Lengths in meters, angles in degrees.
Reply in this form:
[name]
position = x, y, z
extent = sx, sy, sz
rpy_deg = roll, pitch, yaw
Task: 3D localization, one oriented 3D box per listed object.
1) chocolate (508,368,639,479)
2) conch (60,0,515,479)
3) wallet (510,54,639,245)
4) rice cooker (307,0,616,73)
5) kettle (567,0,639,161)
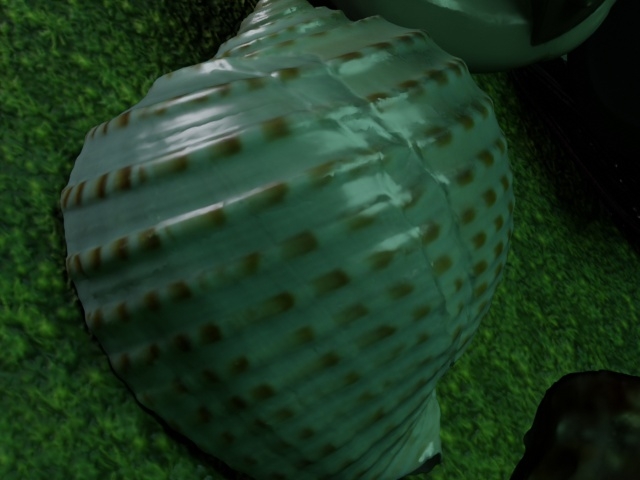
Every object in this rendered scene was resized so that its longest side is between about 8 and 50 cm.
[chocolate]
position = 0.231, 0.266, 0.766
extent = 0.340, 0.225, 0.210
rpy_deg = 40, 49, -10
[conch]
position = 0.006, -0.012, 0.800
extent = 0.303, 0.215, 0.319
rpy_deg = -16, 68, -40
[wallet]
position = 0.343, -0.111, 1.354
extent = 0.262, 0.071, 0.221
rpy_deg = 51, 36, 15
[rice cooker]
position = 0.089, -0.307, 0.980
extent = 0.335, 0.335, 0.325
rpy_deg = 22, 6, -31
[kettle]
position = 0.437, -0.225, 1.260
extent = 0.377, 0.250, 0.361
rpy_deg = 2, 81, -44
